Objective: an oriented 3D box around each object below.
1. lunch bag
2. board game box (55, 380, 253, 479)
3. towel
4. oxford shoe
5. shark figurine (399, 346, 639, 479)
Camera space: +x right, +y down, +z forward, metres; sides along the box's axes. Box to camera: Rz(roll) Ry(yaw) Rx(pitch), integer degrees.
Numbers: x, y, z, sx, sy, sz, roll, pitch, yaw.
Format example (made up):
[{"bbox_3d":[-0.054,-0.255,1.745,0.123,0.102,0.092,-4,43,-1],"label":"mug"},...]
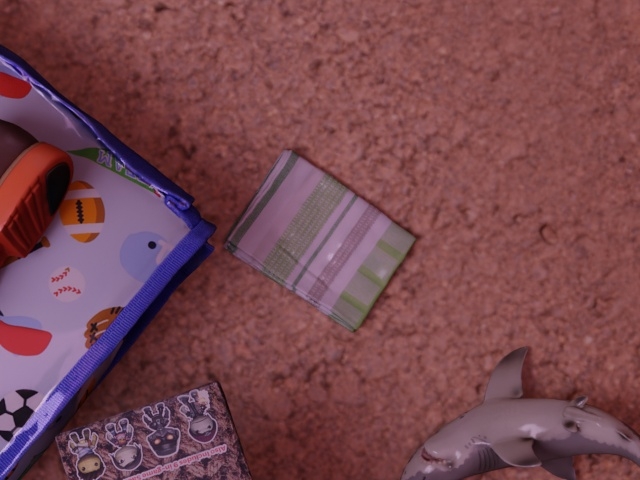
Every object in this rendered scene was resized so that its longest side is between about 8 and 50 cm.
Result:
[{"bbox_3d":[-0.322,0.037,1.362,0.328,0.239,0.385,38,92,-2],"label":"lunch bag"},{"bbox_3d":[-0.095,0.302,1.328,0.141,0.232,0.291,-18,66,-6],"label":"board game box"},{"bbox_3d":[0.000,0.000,1.499,0.152,0.023,0.113,34,86,-4],"label":"towel"},{"bbox_3d":[-0.303,0.023,1.220,0.098,0.097,0.271,31,69,14],"label":"oxford shoe"},{"bbox_3d":[0.231,0.199,1.464,0.166,0.278,0.116,-56,136,-32],"label":"shark figurine"}]
